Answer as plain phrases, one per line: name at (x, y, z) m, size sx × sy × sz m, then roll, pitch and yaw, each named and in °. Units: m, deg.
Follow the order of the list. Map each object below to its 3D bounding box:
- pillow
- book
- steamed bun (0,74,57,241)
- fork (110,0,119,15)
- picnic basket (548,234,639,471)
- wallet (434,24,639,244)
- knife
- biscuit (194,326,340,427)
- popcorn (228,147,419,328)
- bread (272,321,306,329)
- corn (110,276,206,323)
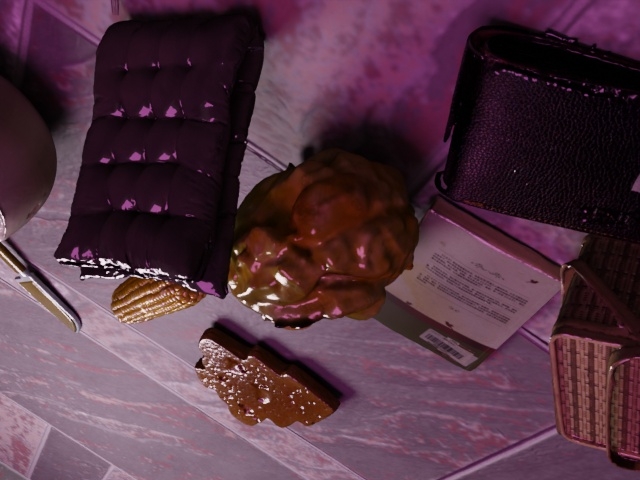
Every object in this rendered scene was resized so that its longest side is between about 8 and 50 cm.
pillow at (-0.185, -0.104, 0.988) m, size 0.228 × 0.326 × 0.101 m, roll 6°, pitch 171°, yaw 29°
book at (0.184, 0.074, 1.146) m, size 0.201 × 0.026 × 0.289 m, roll 30°, pitch 144°, yaw 0°
steamed bun at (-0.555, -0.146, 1.252) m, size 0.324 × 0.206 × 0.324 m, roll 11°, pitch 144°, yaw 8°
fork at (-0.263, -0.327, 1.008) m, size 0.016 × 0.012 × 0.115 m, roll 7°, pitch 133°, yaw 23°
picnic basket at (0.418, 0.145, 0.939) m, size 0.312 × 0.175 × 0.228 m, roll 10°, pitch 140°, yaw 27°
wallet at (0.259, -0.095, 0.866) m, size 0.262 × 0.071 × 0.221 m, roll 16°, pitch 141°, yaw 9°
knife at (-0.595, 0.079, 1.705) m, size 0.061 × 0.027 × 0.343 m, roll -8°, pitch 132°, yaw 35°
biscuit at (-0.098, 0.276, 1.571) m, size 0.301 × 0.043 × 0.278 m, roll 12°, pitch 138°, yaw 22°
popcorn at (0.000, 0.000, 1.029) m, size 0.286 × 0.252 × 0.215 m, roll -6°, pitch 90°, yaw 56°
bread at (-0.051, 0.072, 1.268) m, size 0.119 × 0.084 × 0.177 m, roll 22°, pitch 147°, yaw 13°
corn at (-0.279, 0.085, 1.434) m, size 0.093 × 0.093 × 0.244 m, roll 47°, pitch 142°, yaw -20°
